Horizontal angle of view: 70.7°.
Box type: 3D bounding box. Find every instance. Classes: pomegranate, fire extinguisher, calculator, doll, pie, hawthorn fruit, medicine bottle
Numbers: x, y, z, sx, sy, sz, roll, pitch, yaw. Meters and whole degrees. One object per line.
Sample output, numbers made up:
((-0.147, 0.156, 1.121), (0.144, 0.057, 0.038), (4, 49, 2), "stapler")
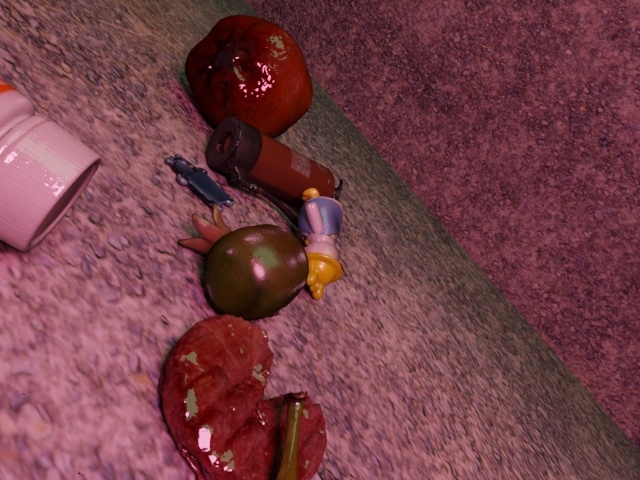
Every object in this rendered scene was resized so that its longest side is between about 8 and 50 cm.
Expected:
((-0.115, 0.030, 0.655), (0.191, 0.131, 0.152), (29, 23, 21), "pomegranate")
((-0.075, -0.115, 1.011), (0.376, 0.113, 0.201), (19, 77, -45), "fire extinguisher")
((-0.220, -0.105, 0.818), (0.141, 0.019, 0.094), (43, 22, -3), "calculator")
((-0.001, 0.000, 0.882), (0.098, 0.135, 0.241), (14, 48, -9), "doll")
((-0.086, 0.186, 0.522), (0.204, 0.054, 0.219), (3, 50, -59), "pie")
((-0.159, -0.379, 1.066), (0.295, 0.295, 0.311), (44, 22, -5), "hawthorn fruit")
((-0.358, -0.107, 0.427), (0.252, 0.144, 0.145), (40, 23, -22), "medicine bottle")

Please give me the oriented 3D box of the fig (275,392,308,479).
((-0.047, 0.249, 0.384), (0.151, 0.151, 0.259), (36, 14, -21), "fig")
